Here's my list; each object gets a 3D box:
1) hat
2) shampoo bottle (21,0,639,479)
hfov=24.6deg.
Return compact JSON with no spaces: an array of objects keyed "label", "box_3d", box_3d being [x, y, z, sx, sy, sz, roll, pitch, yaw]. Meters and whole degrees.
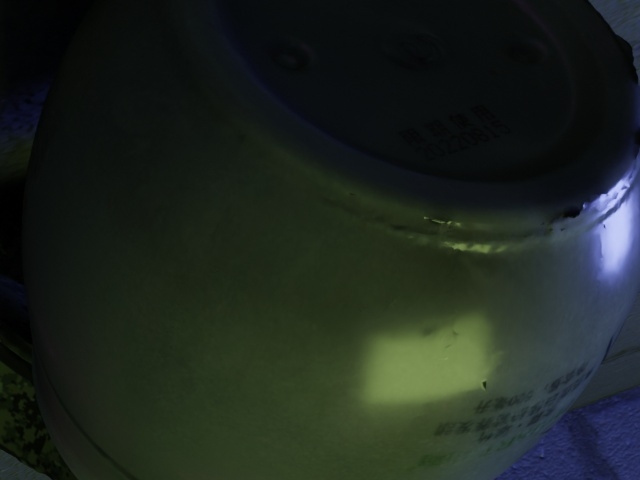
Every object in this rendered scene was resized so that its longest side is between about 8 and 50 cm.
[{"label":"hat","box_3d":[-0.156,0.048,0.875,0.128,0.265,0.265,-52,175,-25]},{"label":"shampoo bottle","box_3d":[0.000,0.000,0.678,0.273,0.273,0.266,-13,146,-30]}]
